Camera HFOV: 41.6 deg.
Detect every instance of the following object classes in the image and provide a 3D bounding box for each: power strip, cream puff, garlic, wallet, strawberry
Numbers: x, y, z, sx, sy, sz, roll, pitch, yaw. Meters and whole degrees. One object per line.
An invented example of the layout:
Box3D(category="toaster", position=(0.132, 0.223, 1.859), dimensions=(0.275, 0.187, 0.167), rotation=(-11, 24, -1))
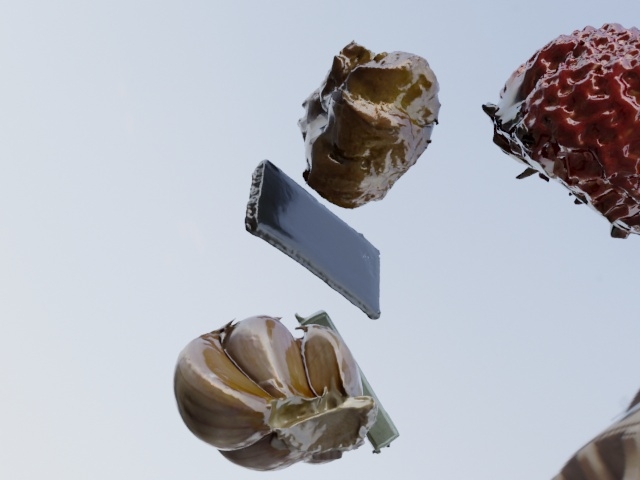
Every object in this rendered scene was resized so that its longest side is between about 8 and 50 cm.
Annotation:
Box3D(category="power strip", position=(0.045, 0.227, 1.394), dimensions=(0.272, 0.052, 0.078), rotation=(60, -7, 2))
Box3D(category="cream puff", position=(0.065, -0.165, 1.173), dimensions=(0.269, 0.155, 0.241), rotation=(125, -29, -50))
Box3D(category="garlic", position=(-0.061, 0.180, 0.932), dimensions=(0.191, 0.214, 0.160), rotation=(-131, -139, -54))
Box3D(category="wallet", position=(-0.001, 0.000, 1.269), dimensions=(0.030, 0.285, 0.146), rotation=(-28, -140, 33))
Box3D(category="strawberry", position=(0.334, -0.137, 0.909), dimensions=(0.261, 0.261, 0.257), rotation=(44, -76, 30))
